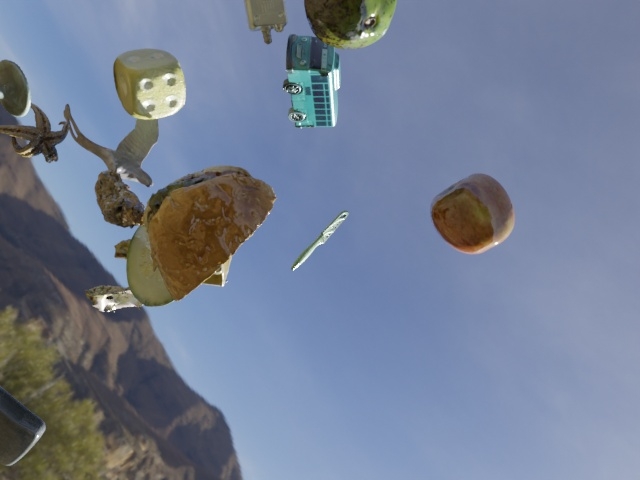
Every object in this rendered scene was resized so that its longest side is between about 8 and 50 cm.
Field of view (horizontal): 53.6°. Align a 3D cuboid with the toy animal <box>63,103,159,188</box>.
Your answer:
[{"bbox_3d":[-0.672,-0.286,2.023,0.225,0.284,0.302,-46,-135,39],"label":"toy animal"}]

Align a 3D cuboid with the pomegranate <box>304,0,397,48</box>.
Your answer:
[{"bbox_3d":[0.045,-0.540,1.380,0.248,0.214,0.214,51,-27,25],"label":"pomegranate"}]

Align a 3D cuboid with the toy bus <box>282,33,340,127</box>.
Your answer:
[{"bbox_3d":[-0.019,-0.419,1.683,0.256,0.147,0.128,83,8,-65],"label":"toy bus"}]

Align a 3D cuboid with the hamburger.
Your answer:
[{"bbox_3d":[-0.274,-0.045,1.383,0.209,0.330,0.162,41,-3,-19],"label":"hamburger"}]

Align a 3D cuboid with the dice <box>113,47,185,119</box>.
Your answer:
[{"bbox_3d":[-0.522,-0.479,1.932,0.169,0.169,0.166,45,-39,39],"label":"dice"}]

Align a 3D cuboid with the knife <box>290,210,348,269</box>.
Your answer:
[{"bbox_3d":[-0.001,-0.001,2.221,0.020,0.293,0.043,30,-17,44],"label":"knife"}]

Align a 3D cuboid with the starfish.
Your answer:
[{"bbox_3d":[-0.764,-0.291,1.686,0.074,0.190,0.146,18,-86,39],"label":"starfish"}]

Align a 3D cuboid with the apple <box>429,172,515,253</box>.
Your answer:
[{"bbox_3d":[0.360,-0.059,1.494,0.174,0.188,0.188,57,-25,1],"label":"apple"}]

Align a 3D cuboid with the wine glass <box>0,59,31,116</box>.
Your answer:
[{"bbox_3d":[-0.678,-0.223,1.007,0.264,0.309,0.096,12,-64,32],"label":"wine glass"}]

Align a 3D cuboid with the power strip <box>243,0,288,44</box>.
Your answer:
[{"bbox_3d":[-0.148,-0.649,1.534,0.058,0.098,0.338,-150,-131,-73],"label":"power strip"}]

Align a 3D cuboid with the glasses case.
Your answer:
[{"bbox_3d":[-0.822,0.399,1.515,0.323,0.131,0.074,42,8,-9],"label":"glasses case"}]

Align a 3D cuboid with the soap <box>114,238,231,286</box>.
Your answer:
[{"bbox_3d":[-0.440,-0.034,2.004,0.339,0.304,0.169,9,-30,1],"label":"soap"}]

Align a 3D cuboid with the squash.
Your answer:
[{"bbox_3d":[-0.426,0.044,1.696,0.260,0.189,0.189,-108,176,-72],"label":"squash"}]

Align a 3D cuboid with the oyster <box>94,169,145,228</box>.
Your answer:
[{"bbox_3d":[-0.521,-0.101,1.622,0.345,0.079,0.128,27,-69,51],"label":"oyster"}]

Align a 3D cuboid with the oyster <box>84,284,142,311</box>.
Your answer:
[{"bbox_3d":[-0.651,0.178,2.047,0.072,0.209,0.133,66,-28,26],"label":"oyster"}]
